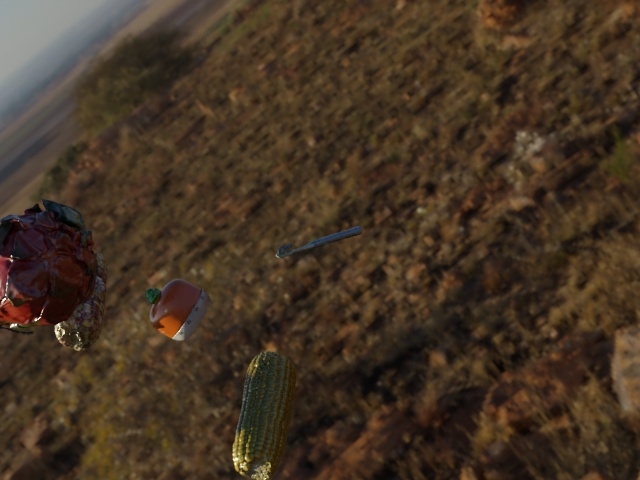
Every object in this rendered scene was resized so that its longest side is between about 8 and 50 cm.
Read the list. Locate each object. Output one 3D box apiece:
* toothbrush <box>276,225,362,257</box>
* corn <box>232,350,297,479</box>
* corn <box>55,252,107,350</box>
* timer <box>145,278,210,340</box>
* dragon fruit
[{"bbox_3d":[0.000,0.000,1.915,0.016,0.019,0.219,29,29,35],"label":"toothbrush"},{"bbox_3d":[-0.079,0.248,1.567,0.080,0.080,0.238,-31,30,25],"label":"corn"},{"bbox_3d":[-0.500,0.118,2.284,0.098,0.098,0.290,-33,31,19],"label":"corn"},{"bbox_3d":[-0.297,0.134,2.176,0.136,0.136,0.099,-35,24,14],"label":"timer"},{"bbox_3d":[-0.536,0.067,1.992,0.293,0.234,0.234,-45,15,15],"label":"dragon fruit"}]
